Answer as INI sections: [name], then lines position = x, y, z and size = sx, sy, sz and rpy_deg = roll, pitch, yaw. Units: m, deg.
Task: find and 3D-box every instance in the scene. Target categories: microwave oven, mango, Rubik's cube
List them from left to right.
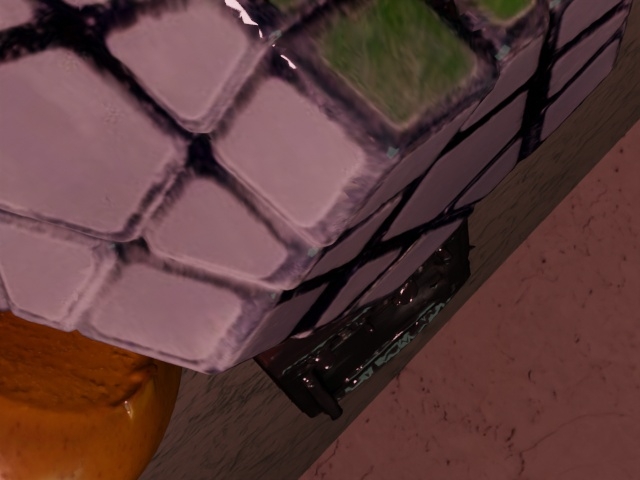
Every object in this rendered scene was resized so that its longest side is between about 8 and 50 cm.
[mango]
position = -0.185, 0.121, 1.258
size = 0.290, 0.160, 0.191
rpy_deg = -43, 165, -55
[Rubik's cube]
position = -0.044, -0.114, 0.660
size = 0.319, 0.319, 0.264
rpy_deg = -46, 141, 9
[microwave oven]
position = -0.002, 0.000, 1.342
size = 0.178, 0.188, 0.247
rpy_deg = -44, 167, -4
